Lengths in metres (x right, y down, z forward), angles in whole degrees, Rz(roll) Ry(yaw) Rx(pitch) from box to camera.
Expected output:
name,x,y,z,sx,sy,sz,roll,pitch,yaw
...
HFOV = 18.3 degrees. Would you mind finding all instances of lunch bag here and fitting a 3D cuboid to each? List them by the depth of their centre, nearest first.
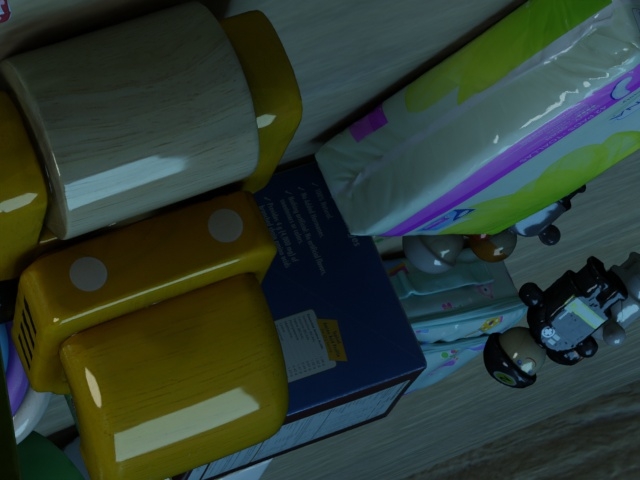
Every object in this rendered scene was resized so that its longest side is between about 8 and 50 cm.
name,x,y,z,sx,sy,sz,roll,pitch,yaw
lunch bag,0.075,0.097,2.130,0.279,0.108,0.224,-11,160,-43

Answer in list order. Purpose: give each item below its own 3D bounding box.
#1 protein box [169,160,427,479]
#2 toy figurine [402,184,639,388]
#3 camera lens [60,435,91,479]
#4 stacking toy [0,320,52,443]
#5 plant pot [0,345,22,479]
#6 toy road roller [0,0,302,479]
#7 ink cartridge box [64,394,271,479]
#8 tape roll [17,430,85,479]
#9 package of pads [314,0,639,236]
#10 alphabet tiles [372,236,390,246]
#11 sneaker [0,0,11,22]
name,x,y,z,sx,sy,sz,roll,pitch,yaw
protein box,-0.054,0.068,1.624,0.201,0.200,0.136,-18,162,-21
toy figurine,0.201,0.027,1.886,0.148,0.213,0.209,-43,164,20
camera lens,-0.218,0.331,2.256,0.219,0.219,0.274,-22,165,-12
stacking toy,-0.309,0.069,1.383,0.141,0.141,0.330,-27,162,9
plant pot,-0.321,0.006,0.795,0.353,0.366,0.366,-10,163,-7
toy road roller,-0.112,0.019,1.286,0.202,0.240,0.329,-20,165,-18
ink cartridge box,-0.146,0.160,1.811,0.115,0.198,0.273,-19,164,-17
tape roll,-0.315,0.342,1.937,0.077,0.321,0.321,-10,159,-44
package of pads,0.177,-0.105,1.599,0.296,0.101,0.229,-33,163,30
alphabet tiles,0.000,0.000,1.866,0.198,0.009,0.237,-31,165,24
sneaker,-0.206,-0.118,1.050,0.067,0.042,0.118,-9,157,-38
